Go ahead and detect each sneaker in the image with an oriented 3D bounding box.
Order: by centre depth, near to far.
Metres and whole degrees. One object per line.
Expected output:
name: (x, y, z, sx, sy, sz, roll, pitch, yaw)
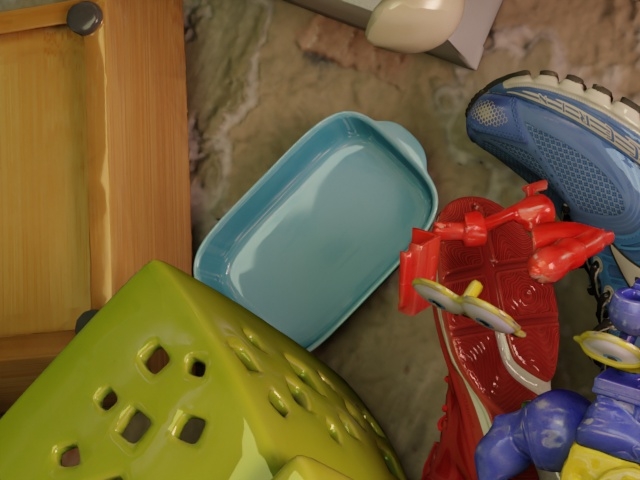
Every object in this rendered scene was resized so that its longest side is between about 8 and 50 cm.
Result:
sneaker: (0.200, 0.028, 1.003, 0.147, 0.130, 0.330, -46, 70, 3)
sneaker: (0.087, 0.093, 1.020, 0.128, 0.087, 0.221, -31, 66, 57)

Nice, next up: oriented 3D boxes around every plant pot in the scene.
plant pot: (-0.059, 0.183, 0.976, 0.228, 0.227, 0.207, -49, 49, 3)

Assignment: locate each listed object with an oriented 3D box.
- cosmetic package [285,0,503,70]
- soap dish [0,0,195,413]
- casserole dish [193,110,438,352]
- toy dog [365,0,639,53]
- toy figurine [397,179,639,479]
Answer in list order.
cosmetic package: (-0.013, -0.316, 1.157, 0.377, 0.097, 0.284, 22, 90, 21)
soap dish: (-0.207, -0.028, 1.152, 0.229, 0.118, 0.290, -6, 79, 17)
casserole dish: (0.000, 0.000, 1.123, 0.188, 0.037, 0.114, -46, 70, 5)
toy dog: (0.103, -0.287, 0.944, 0.408, 0.284, 0.395, 32, 76, 19)
toy figurine: (0.212, 0.126, 0.876, 0.363, 0.191, 0.217, 16, 115, 25)
